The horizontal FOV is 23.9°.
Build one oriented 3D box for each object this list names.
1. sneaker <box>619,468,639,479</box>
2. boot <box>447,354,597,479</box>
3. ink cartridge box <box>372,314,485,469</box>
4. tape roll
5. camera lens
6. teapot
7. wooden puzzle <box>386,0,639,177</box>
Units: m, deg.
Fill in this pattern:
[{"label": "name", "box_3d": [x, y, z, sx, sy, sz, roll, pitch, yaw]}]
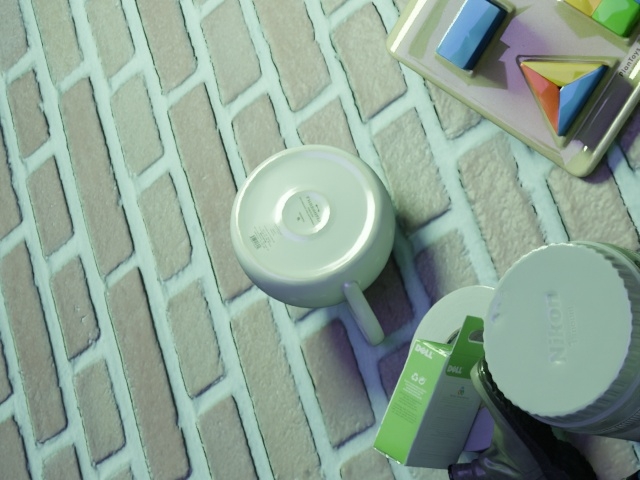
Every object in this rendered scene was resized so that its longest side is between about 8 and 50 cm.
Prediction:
[{"label": "sneaker", "box_3d": [0.441, 0.301, 1.741, 0.302, 0.121, 0.108, -24, 63, 34]}, {"label": "boot", "box_3d": [0.220, 0.269, 1.896, 0.161, 0.246, 0.083, -28, 18, 31]}, {"label": "ink cartridge box", "box_3d": [0.157, 0.186, 1.937, 0.062, 0.109, 0.209, 27, 98, 42]}, {"label": "tape roll", "box_3d": [0.221, 0.172, 2.006, 0.219, 0.072, 0.219, -11, 74, 41]}, {"label": "camera lens", "box_3d": [0.348, 0.121, 1.763, 0.219, 0.274, 0.219, -12, 72, 40]}, {"label": "teapot", "box_3d": [0.000, 0.000, 2.181, 0.252, 0.187, 0.256, 12, 69, 17]}, {"label": "wooden puzzle", "box_3d": [0.287, -0.302, 1.982, 0.348, 0.080, 0.322, 36, 106, 18]}]
